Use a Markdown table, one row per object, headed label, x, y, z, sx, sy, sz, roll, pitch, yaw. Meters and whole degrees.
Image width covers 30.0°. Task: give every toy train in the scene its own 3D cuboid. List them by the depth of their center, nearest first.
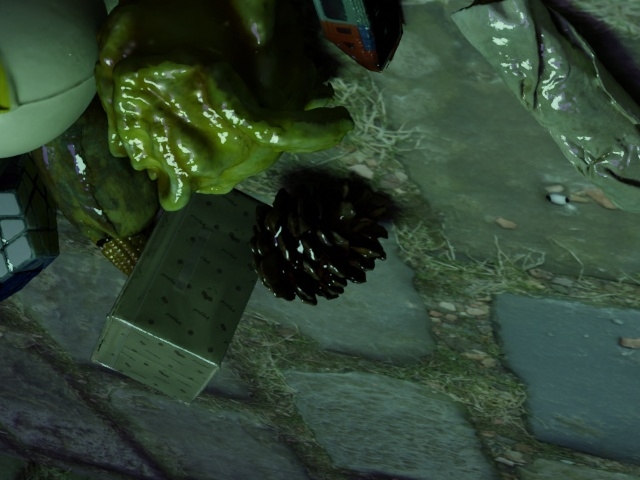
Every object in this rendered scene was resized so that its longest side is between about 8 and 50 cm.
| label | x | y | z | sx | sy | sz | roll | pitch | yaw |
| --- | --- | --- | --- | --- | --- | --- | --- | --- | --- |
| toy train | 0.011 | -0.343 | 1.271 | 0.089 | 0.086 | 0.409 | 12 | 150 | 22 |

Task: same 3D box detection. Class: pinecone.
| label | x | y | z | sx | sy | sz | roll | pitch | yaw |
| --- | --- | --- | --- | --- | --- | --- | --- | --- | --- |
| pinecone | -0.002 | 0.005 | 1.767 | 0.205 | 0.184 | 0.179 | -4 | 160 | 27 |

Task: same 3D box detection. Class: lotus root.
| label | x | y | z | sx | sy | sz | roll | pitch | yaw |
| --- | --- | --- | --- | --- | --- | --- | --- | --- | --- |
| lotus root | -0.345 | -0.124 | 1.809 | 0.152 | 0.160 | 0.274 | 16 | 138 | 34 |

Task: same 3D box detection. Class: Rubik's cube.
| label | x | y | z | sx | sy | sz | roll | pitch | yaw |
| --- | --- | --- | --- | --- | --- | --- | --- | --- | --- |
| Rubik's cube | -0.609 | -0.027 | 2.071 | 0.264 | 0.319 | 0.319 | 51 | 150 | 4 |

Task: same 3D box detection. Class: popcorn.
| label | x | y | z | sx | sy | sz | roll | pitch | yaw |
| --- | --- | --- | --- | --- | --- | --- | --- | --- | --- |
| popcorn | -0.119 | -0.183 | 1.428 | 0.326 | 0.290 | 0.321 | 39 | 165 | 19 |

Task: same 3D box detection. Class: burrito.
| label | x | y | z | sx | sy | sz | roll | pitch | yaw |
| --- | --- | --- | --- | --- | --- | --- | --- | --- | --- |
| burrito | 0.305 | -0.152 | 1.386 | 0.117 | 0.076 | 0.392 | -12 | 135 | 46 |

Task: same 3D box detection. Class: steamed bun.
| label | x | y | z | sx | sy | sz | roll | pitch | yaw |
| --- | --- | --- | --- | --- | --- | --- | --- | --- | --- |
| steamed bun | -0.452 | -0.260 | 1.500 | 0.374 | 0.333 | 0.334 | 13 | 150 | 17 |

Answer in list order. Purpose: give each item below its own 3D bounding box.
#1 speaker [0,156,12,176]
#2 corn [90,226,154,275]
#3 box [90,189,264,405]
| label | x | y | z | sx | sy | sz | roll | pitch | yaw |
| --- | --- | --- | --- | --- | --- | --- | --- | --- | --- |
| speaker | -0.546 | -0.187 | 1.789 | 0.192 | 0.230 | 0.153 | 38 | 148 | -23 |
| corn | -0.360 | -0.035 | 2.055 | 0.102 | 0.102 | 0.313 | 2 | 142 | 34 |
| box | -0.214 | 0.078 | 1.922 | 0.190 | 0.297 | 0.225 | 27 | 151 | -6 |
